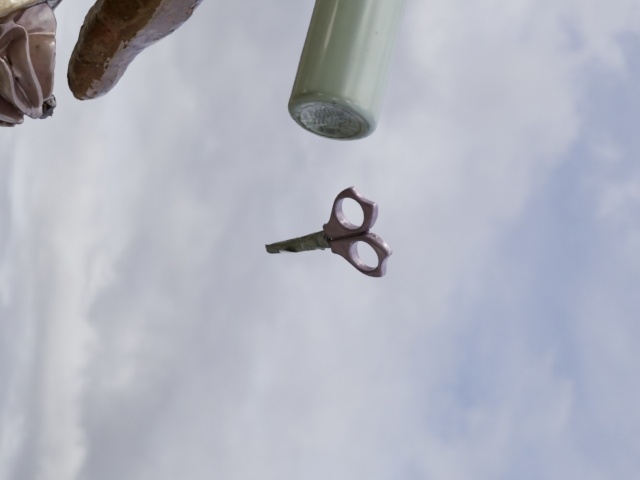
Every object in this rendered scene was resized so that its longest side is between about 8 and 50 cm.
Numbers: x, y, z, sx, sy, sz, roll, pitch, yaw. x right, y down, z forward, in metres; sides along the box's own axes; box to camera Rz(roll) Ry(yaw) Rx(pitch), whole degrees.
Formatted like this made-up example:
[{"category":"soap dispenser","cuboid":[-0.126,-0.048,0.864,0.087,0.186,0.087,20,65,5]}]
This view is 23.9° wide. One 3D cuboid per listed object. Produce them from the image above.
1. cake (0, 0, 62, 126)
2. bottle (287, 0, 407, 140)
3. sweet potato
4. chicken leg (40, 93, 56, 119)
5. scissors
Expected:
[{"category":"cake","cuboid":[-0.332,-0.184,1.422,0.185,0.208,0.178,-31,-96,31]},{"category":"bottle","cuboid":[0.038,-0.240,1.709,0.104,0.104,0.245,141,-34,-63]},{"category":"sweet potato","cuboid":[-0.152,-0.273,1.545,0.354,0.095,0.106,-38,-136,34]},{"category":"chicken leg","cuboid":[-0.376,-0.182,1.782,0.037,0.145,0.062,92,19,-62]},{"category":"scissors","cuboid":[0.000,0.000,1.782,0.212,0.021,0.110,-10,-79,46]}]
